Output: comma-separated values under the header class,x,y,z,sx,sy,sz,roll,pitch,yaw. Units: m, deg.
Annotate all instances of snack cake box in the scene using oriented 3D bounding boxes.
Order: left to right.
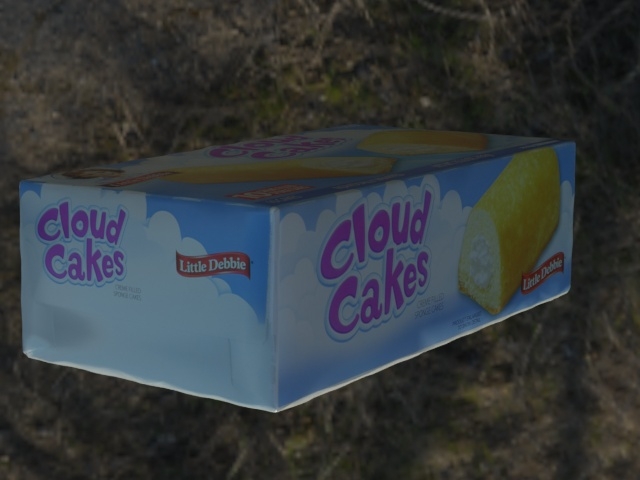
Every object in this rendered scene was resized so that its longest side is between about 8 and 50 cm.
class,x,y,z,sx,sy,sz,roll,pitch,yaw
snack cake box,0.000,0.000,0.675,0.152,0.089,0.264,9,-165,35
